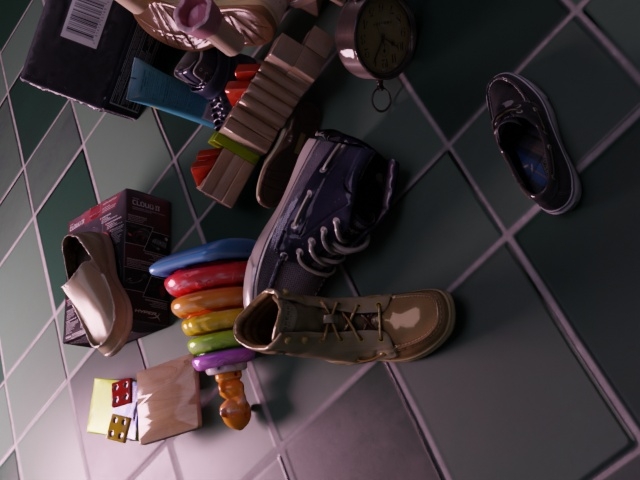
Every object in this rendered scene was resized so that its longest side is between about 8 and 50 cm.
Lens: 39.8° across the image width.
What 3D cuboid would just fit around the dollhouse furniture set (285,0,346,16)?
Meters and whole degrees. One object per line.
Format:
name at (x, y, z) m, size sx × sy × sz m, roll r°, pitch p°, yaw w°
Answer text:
dollhouse furniture set at (-0.156, -0.584, 1.582) m, size 0.362 × 0.256 × 0.395 m, roll -9°, pitch 71°, yaw 46°

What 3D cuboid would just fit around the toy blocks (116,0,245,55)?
toy blocks at (-0.219, -0.487, 1.311) m, size 0.288 × 0.260 × 0.309 m, roll 28°, pitch 91°, yaw 29°

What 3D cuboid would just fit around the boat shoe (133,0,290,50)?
boat shoe at (-0.186, -0.392, 1.492) m, size 0.302 × 0.109 × 0.098 m, roll 8°, pitch 55°, yaw 32°

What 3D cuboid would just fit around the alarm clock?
alarm clock at (0.083, -0.289, 1.335) m, size 0.064 × 0.129 × 0.192 m, roll 10°, pitch 112°, yaw 50°

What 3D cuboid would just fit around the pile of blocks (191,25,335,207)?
pile of blocks at (-0.120, -0.220, 1.486) m, size 0.362 × 0.112 × 0.149 m, roll -54°, pitch 16°, yaw 19°

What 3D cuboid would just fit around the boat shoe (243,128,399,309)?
boat shoe at (0.000, 0.000, 1.315) m, size 0.158 × 0.127 × 0.341 m, roll 19°, pitch 91°, yaw 56°

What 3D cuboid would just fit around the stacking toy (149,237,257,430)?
stacking toy at (-0.158, 0.159, 1.441) m, size 0.165 × 0.175 × 0.302 m, roll -17°, pitch 80°, yaw 34°

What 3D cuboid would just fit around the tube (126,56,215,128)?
tube at (-0.261, -0.261, 1.624) m, size 0.052 × 0.207 × 0.080 m, roll -12°, pitch 67°, yaw 43°

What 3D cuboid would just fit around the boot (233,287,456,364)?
boot at (0.030, 0.109, 1.191) m, size 0.261 × 0.203 × 0.095 m, roll -16°, pitch 66°, yaw 45°

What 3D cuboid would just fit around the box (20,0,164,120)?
box at (-0.433, -0.414, 1.776) m, size 0.294 × 0.182 × 0.297 m, roll -65°, pitch -4°, yaw -87°

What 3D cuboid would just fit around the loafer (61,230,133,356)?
loafer at (-0.414, 0.092, 1.594) m, size 0.102 × 0.092 × 0.269 m, roll -44°, pitch 51°, yaw 25°

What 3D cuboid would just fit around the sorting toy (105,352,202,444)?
sorting toy at (-0.263, 0.284, 1.551) m, size 0.274 × 0.046 × 0.132 m, roll -22°, pitch 61°, yaw 25°

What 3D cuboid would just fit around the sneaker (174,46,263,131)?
sneaker at (-0.193, -0.240, 1.580) m, size 0.086 × 0.163 × 0.226 m, roll 3°, pitch 81°, yaw 46°

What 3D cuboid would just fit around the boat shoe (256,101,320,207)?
boat shoe at (-0.061, -0.143, 1.486) m, size 0.072 × 0.068 × 0.190 m, roll 13°, pitch 75°, yaw 62°

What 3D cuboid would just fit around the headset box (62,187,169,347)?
headset box at (-0.402, 0.047, 1.745) m, size 0.218 × 0.110 × 0.293 m, roll -23°, pitch 62°, yaw 40°

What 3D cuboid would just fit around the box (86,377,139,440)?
box at (-0.377, 0.320, 1.679) m, size 0.178 × 0.042 × 0.109 m, roll -5°, pitch 74°, yaw 46°

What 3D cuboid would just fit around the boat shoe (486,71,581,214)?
boat shoe at (0.255, -0.133, 1.126) m, size 0.080 × 0.076 × 0.229 m, roll -36°, pitch 53°, yaw 34°
